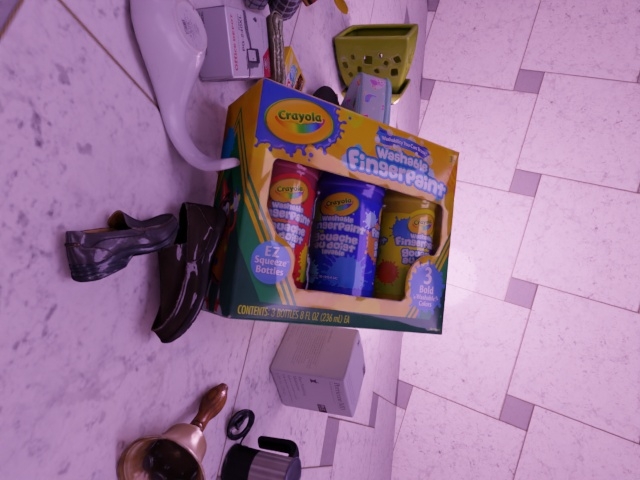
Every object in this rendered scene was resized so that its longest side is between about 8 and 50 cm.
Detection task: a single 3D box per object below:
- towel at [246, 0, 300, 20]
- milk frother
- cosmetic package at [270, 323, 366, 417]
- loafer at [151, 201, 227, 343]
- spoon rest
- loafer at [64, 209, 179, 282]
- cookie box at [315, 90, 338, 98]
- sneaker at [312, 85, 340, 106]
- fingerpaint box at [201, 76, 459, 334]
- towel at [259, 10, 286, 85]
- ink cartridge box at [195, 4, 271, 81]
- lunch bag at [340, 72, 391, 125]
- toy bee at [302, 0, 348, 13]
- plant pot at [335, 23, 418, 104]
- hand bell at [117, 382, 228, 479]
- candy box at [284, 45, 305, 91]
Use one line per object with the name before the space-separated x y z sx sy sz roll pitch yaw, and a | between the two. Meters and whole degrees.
towel | -0.037 -0.585 0.809 0.235 0.121 0.284 156 -56 -66
milk frother | -0.113 0.415 0.871 0.129 0.134 0.143 -65 151 -47
cosmetic package | 0.001 0.311 1.097 0.151 0.183 0.151 -64 149 -47
loafer | -0.210 0.040 0.665 0.078 0.080 0.220 28 61 -34
spoon rest | -0.201 -0.232 0.653 0.137 0.084 0.277 -37 114 -66
loafer | -0.243 -0.009 0.569 0.170 0.062 0.061 -49 133 -61
cookie box | 0.019 -0.359 1.260 0.092 0.040 0.107 -28 118 -66
sneaker | 0.044 -0.266 1.139 0.109 0.130 0.287 -2 78 -35
fingerpaint box | 0.038 -0.031 0.830 0.444 0.163 0.371 12 82 -31
towel | -0.096 -0.355 0.875 0.027 0.110 0.148 -10 103 -25
ink cartridge box | -0.147 -0.334 0.775 0.150 0.063 0.109 -46 136 -63
lunch bag | 0.114 -0.315 1.279 0.279 0.107 0.224 134 -39 -74
toy bee | 0.028 -0.660 1.113 0.298 0.162 0.195 -31 110 -30
plant pot | 0.182 -0.559 1.427 0.228 0.227 0.207 -60 152 -52
hand bell | -0.197 0.297 0.715 0.242 0.126 0.126 -53 143 -77
candy box | -0.082 -0.324 1.008 0.105 0.027 0.206 57 40 -53
